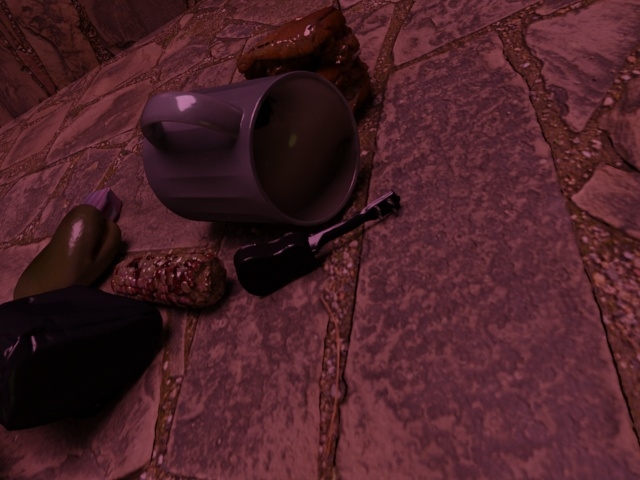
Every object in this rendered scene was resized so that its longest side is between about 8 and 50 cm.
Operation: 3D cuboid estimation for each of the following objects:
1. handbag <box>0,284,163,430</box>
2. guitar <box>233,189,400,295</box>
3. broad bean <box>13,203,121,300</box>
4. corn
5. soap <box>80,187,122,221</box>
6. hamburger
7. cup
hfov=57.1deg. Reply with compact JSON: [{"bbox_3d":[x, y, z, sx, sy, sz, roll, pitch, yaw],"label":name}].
[{"bbox_3d":[-0.425,0.182,0.943,0.302,0.275,0.177,6,96,40],"label":"handbag"},{"bbox_3d":[0.001,0.001,0.877,0.271,0.083,0.038,-25,42,2],"label":"guitar"},{"bbox_3d":[-0.522,0.053,1.212,0.263,0.121,0.189,-46,39,10],"label":"broad bean"},{"bbox_3d":[-0.267,0.063,0.993,0.281,0.092,0.092,-1,47,39],"label":"corn"},{"bbox_3d":[-0.524,-0.055,1.368,0.100,0.056,0.149,-14,39,29],"label":"soap"},{"bbox_3d":[-0.041,-0.319,1.153,0.260,0.211,0.245,-41,31,-14],"label":"hamburger"},{"bbox_3d":[-0.157,-0.153,0.961,0.327,0.323,0.236,6,82,44],"label":"cup"}]
